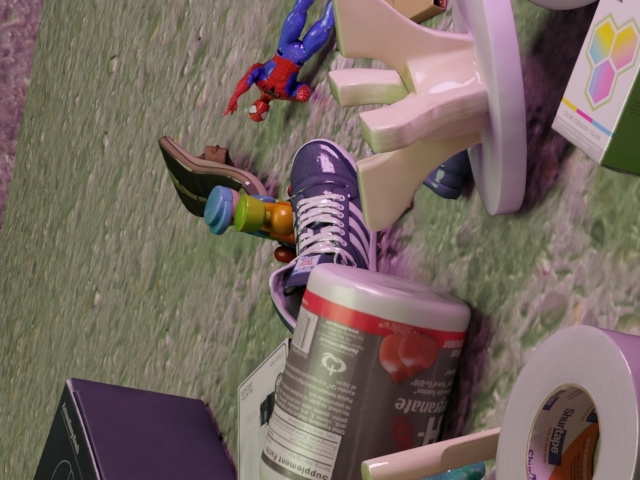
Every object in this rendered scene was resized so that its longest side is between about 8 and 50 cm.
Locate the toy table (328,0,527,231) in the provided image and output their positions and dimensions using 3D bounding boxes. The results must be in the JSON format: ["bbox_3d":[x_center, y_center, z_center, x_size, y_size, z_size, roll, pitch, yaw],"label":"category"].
[{"bbox_3d":[0.105,-0.148,1.730,0.252,0.161,0.274,-139,39,-80],"label":"toy table"}]

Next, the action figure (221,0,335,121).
[{"bbox_3d":[-0.038,-0.241,2.268,0.280,0.091,0.139,-57,8,40],"label":"action figure"}]

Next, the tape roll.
[{"bbox_3d":[0.239,0.186,1.502,0.219,0.072,0.219,-168,90,-67],"label":"tape roll"}]

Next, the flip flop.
[{"bbox_3d":[-0.144,-0.091,2.471,0.277,0.080,0.112,19,136,53],"label":"flip flop"}]

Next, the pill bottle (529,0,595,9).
[{"bbox_3d":[0.216,-0.345,1.732,0.130,0.130,0.245,-63,28,30],"label":"pill bottle"}]

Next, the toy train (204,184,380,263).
[{"bbox_3d":[-0.040,-0.023,2.128,0.248,0.143,0.105,11,90,66],"label":"toy train"}]

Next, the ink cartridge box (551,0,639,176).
[{"bbox_3d":[0.292,-0.173,1.567,0.209,0.062,0.109,-70,24,17],"label":"ink cartridge box"}]

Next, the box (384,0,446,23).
[{"bbox_3d":[0.104,-0.334,2.110,0.201,0.021,0.164,-16,64,63],"label":"box"}]

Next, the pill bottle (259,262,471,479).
[{"bbox_3d":[0.036,0.197,1.816,0.176,0.176,0.318,28,105,65],"label":"pill bottle"}]

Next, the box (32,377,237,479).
[{"bbox_3d":[-0.282,0.438,2.361,0.293,0.212,0.395,-121,47,-58],"label":"box"}]

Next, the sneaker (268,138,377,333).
[{"bbox_3d":[0.000,0.000,1.972,0.099,0.153,0.282,-15,71,19],"label":"sneaker"}]

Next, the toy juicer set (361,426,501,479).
[{"bbox_3d":[0.059,0.277,1.689,0.329,0.209,0.089,-65,35,28],"label":"toy juicer set"}]

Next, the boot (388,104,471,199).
[{"bbox_3d":[0.112,-0.113,1.925,0.190,0.069,0.086,44,116,61],"label":"boot"}]

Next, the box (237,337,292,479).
[{"bbox_3d":[-0.029,0.281,2.021,0.169,0.087,0.290,132,143,-53],"label":"box"}]

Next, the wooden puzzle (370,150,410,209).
[{"bbox_3d":[0.085,-0.072,2.040,0.078,0.014,0.116,-43,42,46],"label":"wooden puzzle"}]
